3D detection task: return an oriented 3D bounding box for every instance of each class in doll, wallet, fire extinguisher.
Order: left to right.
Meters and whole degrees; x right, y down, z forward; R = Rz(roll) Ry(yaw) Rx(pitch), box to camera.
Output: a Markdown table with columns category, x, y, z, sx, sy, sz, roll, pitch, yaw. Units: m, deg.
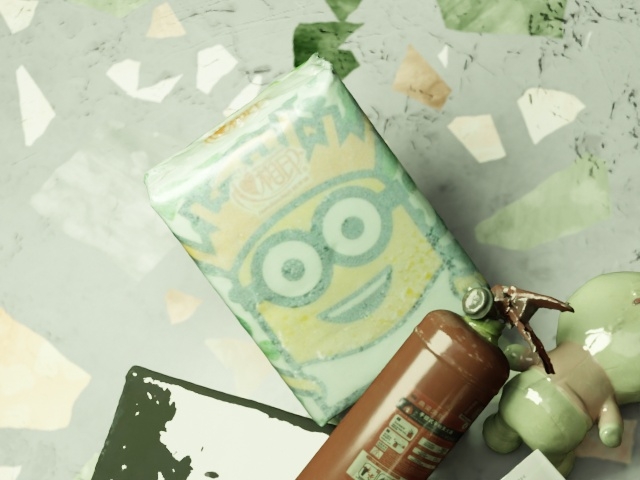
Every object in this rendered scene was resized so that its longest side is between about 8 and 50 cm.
| category | x | y | z | sx | sy | sz | roll | pitch | yaw |
| --- | --- | --- | --- | --- | --- | --- | --- | --- | --- |
| wallet | -0.098 | 0.233 | 2.049 | 0.285 | 0.030 | 0.146 | 14 | 71 | 21 |
| fire extinguisher | 0.113 | 0.169 | 1.894 | 0.337 | 0.106 | 0.147 | -52 | 51 | 9 |
| doll | 0.279 | 0.122 | 1.928 | 0.275 | 0.113 | 0.155 | -44 | 60 | -2 |

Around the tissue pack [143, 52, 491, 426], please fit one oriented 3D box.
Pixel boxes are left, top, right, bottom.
| category | x | y | z | sx | sy | sz | roll | pitch | yaw |
| --- | --- | --- | --- | --- | --- | --- | --- | --- | --- |
| tissue pack | 0.000 | 0.000 | 1.965 | 0.228 | 0.311 | 0.128 | -35 | 18 | 1 |

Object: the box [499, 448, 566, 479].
| category | x | y | z | sx | sy | sz | roll | pitch | yaw |
| --- | --- | --- | --- | --- | --- | --- | --- | --- | --- |
| box | 0.257 | 0.298 | 1.846 | 0.055 | 0.039 | 0.218 | -40 | 73 | -5 |
